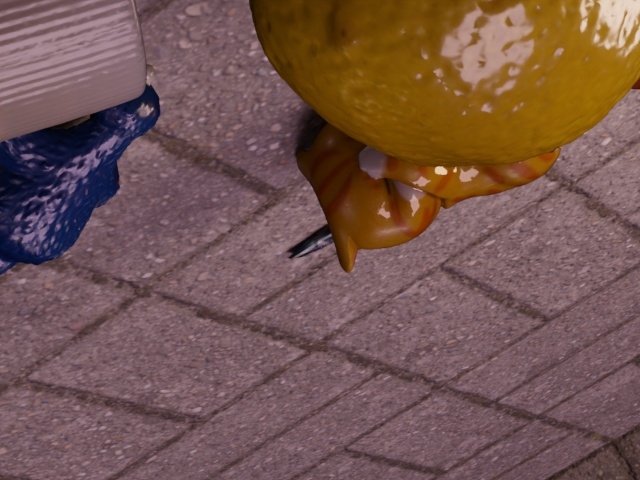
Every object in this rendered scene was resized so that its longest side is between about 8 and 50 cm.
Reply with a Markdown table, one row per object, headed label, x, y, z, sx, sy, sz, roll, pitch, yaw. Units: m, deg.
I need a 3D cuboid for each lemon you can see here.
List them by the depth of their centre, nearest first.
| label | x | y | z | sx | sy | sz | roll | pitch | yaw |
| --- | --- | --- | --- | --- | --- | --- | --- | --- | --- |
| lemon | 0.102 | -0.209 | 1.206 | 0.336 | 0.336 | 0.336 | -20 | 155 | -10 |

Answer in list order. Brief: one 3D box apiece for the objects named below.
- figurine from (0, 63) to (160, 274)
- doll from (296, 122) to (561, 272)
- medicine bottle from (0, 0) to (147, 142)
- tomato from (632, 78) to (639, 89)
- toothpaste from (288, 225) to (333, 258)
| label | x | y | z | sx | sy | sz | roll | pitch | yaw |
| --- | --- | --- | --- | --- | --- | --- | --- | --- | --- |
| figurine | -0.237 | -0.057 | 1.414 | 0.164 | 0.121 | 0.262 | 8 | 138 | -44 |
| doll | 0.112 | -0.096 | 1.613 | 0.269 | 0.166 | 0.162 | -23 | 153 | 2 |
| medicine bottle | -0.326 | -0.129 | 1.070 | 0.384 | 0.224 | 0.224 | -18 | 154 | -14 |
| tomato | 0.301 | -0.215 | 1.417 | 0.214 | 0.155 | 0.181 | -27 | 157 | 5 |
| toothpaste | 0.000 | 0.000 | 1.860 | 0.083 | 0.019 | 0.027 | -33 | 171 | 24 |
